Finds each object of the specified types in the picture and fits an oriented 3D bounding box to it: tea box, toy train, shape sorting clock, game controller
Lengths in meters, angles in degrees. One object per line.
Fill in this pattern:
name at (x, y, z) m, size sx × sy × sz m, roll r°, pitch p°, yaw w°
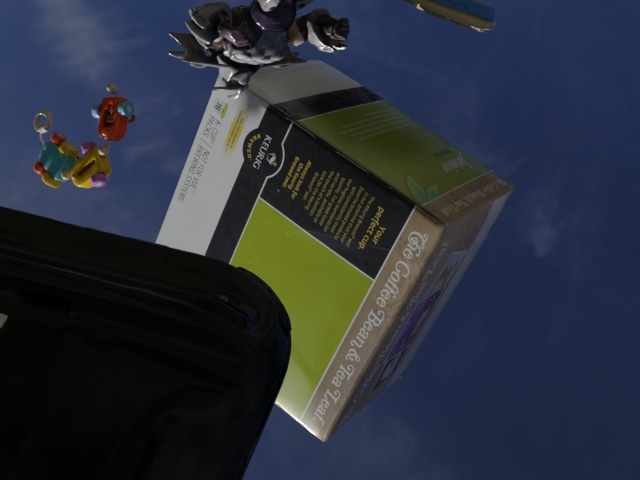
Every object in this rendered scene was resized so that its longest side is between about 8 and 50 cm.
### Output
tea box at (0.000, 0.000, 1.055) m, size 0.324 × 0.329 × 0.220 m, roll 37°, pitch -150°, yaw 19°
toy train at (-0.289, -0.124, 1.065) m, size 0.166 × 0.046 × 0.125 m, roll -2°, pitch -98°, yaw 34°
shape sorting clock at (0.143, -0.334, 1.160) m, size 0.206 × 0.040 × 0.206 m, roll 20°, pitch -158°, yaw -8°
game controller at (-0.180, 0.054, 0.417) m, size 0.319 × 0.067 × 0.166 m, roll 13°, pitch -120°, yaw 15°

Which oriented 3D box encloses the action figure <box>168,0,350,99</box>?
action figure at (-0.034, -0.234, 0.815) m, size 0.185 × 0.285 × 0.099 m, roll -23°, pitch -110°, yaw -45°
